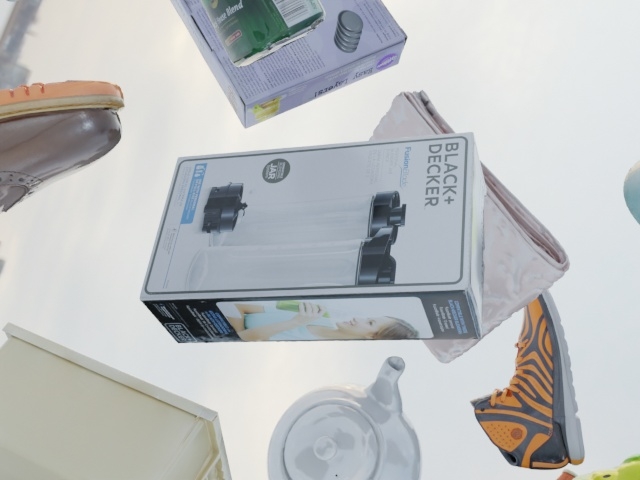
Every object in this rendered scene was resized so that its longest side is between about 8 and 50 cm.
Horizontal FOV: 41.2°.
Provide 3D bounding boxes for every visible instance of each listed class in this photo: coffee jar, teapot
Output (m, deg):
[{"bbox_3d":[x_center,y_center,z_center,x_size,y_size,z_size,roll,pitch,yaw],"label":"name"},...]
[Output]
[{"bbox_3d":[-0.075,-0.243,0.704,0.079,0.184,0.096,-32,-170,-22],"label":"coffee jar"},{"bbox_3d":[0.022,0.321,1.242,0.253,0.187,0.256,-10,-112,11],"label":"teapot"}]

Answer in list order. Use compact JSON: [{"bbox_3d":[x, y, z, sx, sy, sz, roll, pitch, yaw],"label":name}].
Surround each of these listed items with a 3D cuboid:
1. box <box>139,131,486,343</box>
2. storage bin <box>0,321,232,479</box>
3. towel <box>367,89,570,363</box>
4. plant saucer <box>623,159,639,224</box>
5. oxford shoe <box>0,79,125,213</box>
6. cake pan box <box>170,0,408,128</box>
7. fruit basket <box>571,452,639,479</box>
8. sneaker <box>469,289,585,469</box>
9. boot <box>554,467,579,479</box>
[{"bbox_3d":[0.000,0.000,0.774,0.290,0.087,0.169,-2,-125,17],"label":"box"},{"bbox_3d":[-0.236,0.254,0.916,0.123,0.262,0.260,-56,155,-38],"label":"storage bin"},{"bbox_3d":[0.161,-0.008,1.212,0.053,0.317,0.332,-30,166,-31],"label":"towel"},{"bbox_3d":[0.384,-0.047,0.787,0.195,0.195,0.037,-99,-174,-49],"label":"plant saucer"},{"bbox_3d":[-0.274,0.014,0.532,0.364,0.132,0.130,-27,-177,-1],"label":"oxford shoe"},{"bbox_3d":[-0.055,-0.311,1.157,0.266,0.246,0.070,58,-17,17],"label":"cake pan box"},{"bbox_3d":[0.432,0.512,1.441,0.392,0.283,0.392,17,90,-85],"label":"fruit basket"},{"bbox_3d":[0.345,0.239,1.486,0.124,0.180,0.321,42,40,-71],"label":"sneaker"},{"bbox_3d":[0.507,0.506,1.623,0.084,0.158,0.059,-49,-179,-31],"label":"boot"}]
